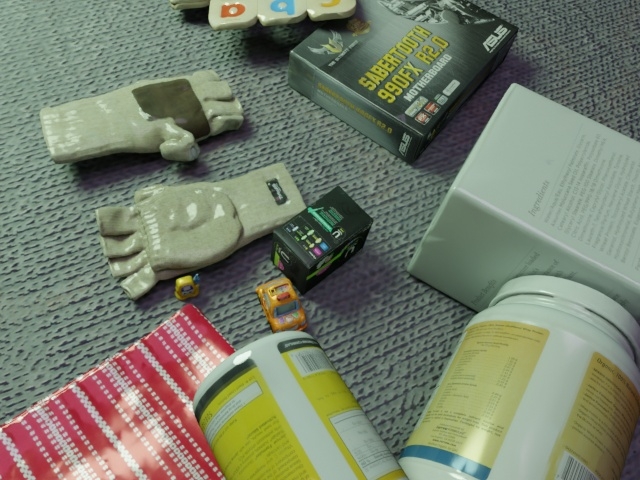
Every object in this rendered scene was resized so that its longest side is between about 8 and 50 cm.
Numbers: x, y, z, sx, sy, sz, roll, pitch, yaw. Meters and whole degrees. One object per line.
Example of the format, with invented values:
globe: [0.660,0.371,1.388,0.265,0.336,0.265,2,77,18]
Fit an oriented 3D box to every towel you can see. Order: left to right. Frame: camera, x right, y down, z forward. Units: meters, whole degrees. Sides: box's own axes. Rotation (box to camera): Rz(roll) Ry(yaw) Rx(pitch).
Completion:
towel: [-0.151,0.179,0.425,0.275,0.031,0.199,-33,61,-28]

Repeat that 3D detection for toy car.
toy car: [-0.073,0.058,0.527,0.122,0.040,0.060,-2,61,-9]

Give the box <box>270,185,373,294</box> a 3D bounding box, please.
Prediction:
box: [0.000,0.000,0.556,0.083,0.062,0.052,-37,72,-23]

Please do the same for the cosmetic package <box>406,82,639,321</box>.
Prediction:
cosmetic package: [0.206,-0.013,0.537,0.184,0.151,0.151,30,61,9]

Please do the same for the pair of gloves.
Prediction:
pair of gloves: [-0.151,-0.074,0.593,0.204,0.042,0.240,-25,68,-23]

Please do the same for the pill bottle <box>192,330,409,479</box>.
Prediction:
pill bottle: [-0.002,0.159,0.382,0.103,0.103,0.184,-25,59,-19]

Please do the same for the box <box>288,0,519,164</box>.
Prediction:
box: [0.102,-0.222,0.699,0.183,0.056,0.231,36,63,13]

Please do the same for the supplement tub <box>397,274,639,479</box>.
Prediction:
supplement tub: [0.158,0.141,0.447,0.144,0.144,0.199,31,62,11]

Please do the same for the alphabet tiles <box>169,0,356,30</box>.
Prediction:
alphabet tiles: [-0.049,-0.351,0.741,0.284,0.021,0.278,-5,51,0]
